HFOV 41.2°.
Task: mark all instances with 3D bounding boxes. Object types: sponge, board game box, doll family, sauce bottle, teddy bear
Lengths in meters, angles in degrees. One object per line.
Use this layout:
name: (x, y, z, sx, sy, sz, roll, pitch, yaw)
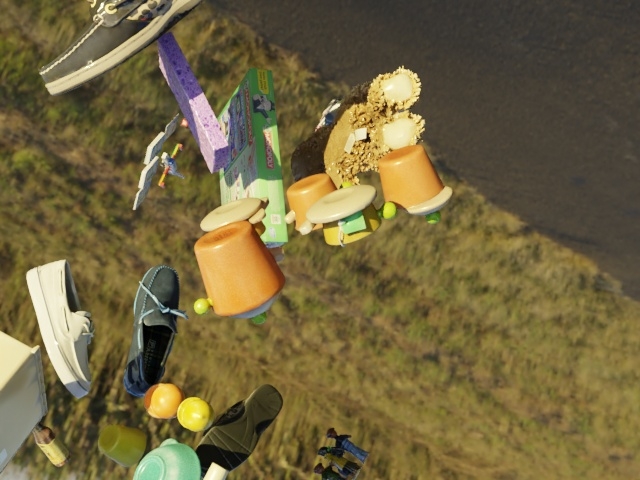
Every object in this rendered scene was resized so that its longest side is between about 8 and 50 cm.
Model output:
sponge: (-0.206, -0.220, 1.377, 0.031, 0.210, 0.117, -25, 173, -13)
board game box: (-0.129, -0.116, 1.523, 0.046, 0.317, 0.213, 2, 162, -24)
doll family: (0.043, 0.495, 1.938, 0.111, 0.076, 0.193, 29, -173, 10)
sauce bottle: (-0.581, 0.425, 1.810, 0.042, 0.042, 0.128, 1, 128, 44)
teddy bear: (0.080, -0.178, 1.558, 0.113, 0.245, 0.338, 6, 142, -36)

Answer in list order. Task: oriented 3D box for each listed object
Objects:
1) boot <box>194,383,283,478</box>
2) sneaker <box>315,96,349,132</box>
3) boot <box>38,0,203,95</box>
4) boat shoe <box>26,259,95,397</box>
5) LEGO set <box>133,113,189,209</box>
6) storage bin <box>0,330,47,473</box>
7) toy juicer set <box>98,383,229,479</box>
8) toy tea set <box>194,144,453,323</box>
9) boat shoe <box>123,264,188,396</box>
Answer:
boot: (-0.186, 0.388, 1.640, 0.085, 0.236, 0.178, 48, 138, -1)
sneaker: (0.041, -0.295, 1.935, 0.072, 0.077, 0.178, 23, 157, -22)
boot: (-0.315, -0.416, 1.218, 0.284, 0.377, 0.138, 52, -173, -21)
boat shoe: (-0.476, 0.163, 1.622, 0.088, 0.267, 0.096, -23, 161, -2)
LEGO set: (-0.354, -0.191, 1.990, 0.060, 0.244, 0.182, 23, 125, 0)
storage bin: (-0.550, 0.293, 1.302, 0.123, 0.262, 0.260, 25, 140, 6)
toy juicer set: (-0.230, 0.373, 1.405, 0.089, 0.209, 0.329, 41, -178, -45)
toy tea set: (0.000, 0.000, 1.040, 0.336, 0.200, 0.124, -17, 109, 16)
boat shoe: (-0.301, 0.168, 1.620, 0.109, 0.258, 0.089, 13, 158, -31)
